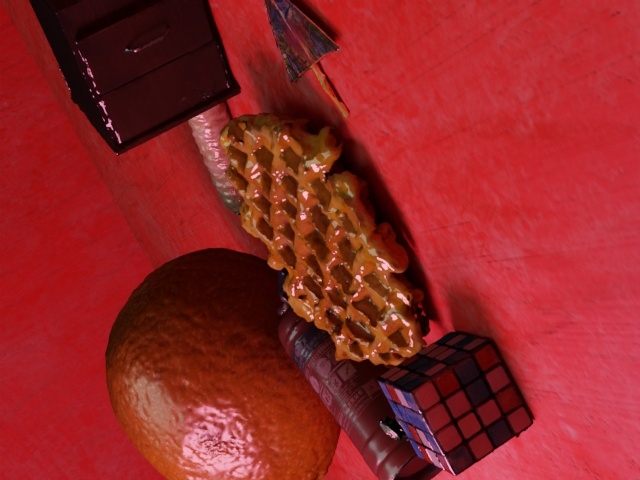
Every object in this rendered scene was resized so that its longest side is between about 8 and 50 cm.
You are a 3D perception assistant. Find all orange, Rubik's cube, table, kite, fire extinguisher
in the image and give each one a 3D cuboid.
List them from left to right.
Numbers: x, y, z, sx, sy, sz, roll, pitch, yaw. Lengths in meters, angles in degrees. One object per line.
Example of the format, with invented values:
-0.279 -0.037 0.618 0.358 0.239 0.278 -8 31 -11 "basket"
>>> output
-0.223 -0.244 1.297 0.172 0.169 0.193 45 159 45 "table"
-0.122 0.191 1.534 0.357 0.322 0.322 53 168 -14 "orange"
-0.016 -0.180 1.032 0.159 0.010 0.190 60 168 -7 "kite"
0.033 0.129 1.335 0.344 0.102 0.138 52 132 31 "fire extinguisher"
0.124 0.149 1.037 0.092 0.092 0.092 62 167 -9 "Rubik's cube"

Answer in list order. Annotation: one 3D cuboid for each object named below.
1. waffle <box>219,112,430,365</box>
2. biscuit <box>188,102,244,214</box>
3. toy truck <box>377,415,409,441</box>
0.000 0.000 1.191 0.325 0.068 0.302 16 134 64 "waffle"
-0.132 -0.125 1.457 0.061 0.055 0.219 -120 9 -50 "biscuit"
0.117 0.173 1.157 0.078 0.080 0.154 39 162 11 "toy truck"
